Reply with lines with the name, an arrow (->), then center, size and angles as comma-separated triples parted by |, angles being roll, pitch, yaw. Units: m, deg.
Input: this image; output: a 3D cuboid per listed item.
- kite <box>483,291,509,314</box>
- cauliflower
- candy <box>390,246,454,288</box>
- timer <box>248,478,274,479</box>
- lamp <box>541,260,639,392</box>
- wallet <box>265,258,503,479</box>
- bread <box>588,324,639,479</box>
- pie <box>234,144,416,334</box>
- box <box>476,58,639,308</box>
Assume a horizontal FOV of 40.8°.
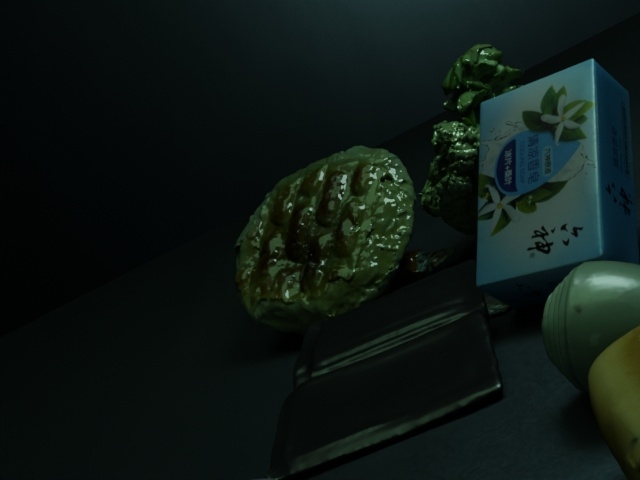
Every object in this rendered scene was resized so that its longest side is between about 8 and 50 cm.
kite -> 0.228, 0.036, 1.030 | 0.229, 0.016, 0.127 | -39, 18, -31
cauliflower -> 0.241, -0.138, 1.154 | 0.272, 0.250, 0.275 | -26, -7, 3
candy -> 0.108, 0.044, 1.204 | 0.182, 0.046, 0.053 | -14, 14, 37
timer -> -0.082, 0.257, 0.637 | 0.191, 0.069, 0.208 | -29, 9, -19
lamp -> 0.255, 0.062, 0.632 | 0.193, 0.106, 0.106 | -7, 22, 39
wallet -> 0.068, 0.126, 0.929 | 0.247, 0.041, 0.323 | -26, 14, 14
bread -> 0.234, 0.105, 0.498 | 0.134, 0.085, 0.173 | -29, 12, 15
pie -> 0.000, 0.000, 1.207 | 0.306, 0.071, 0.306 | -20, 53, 30
box -> 0.244, -0.056, 0.900 | 0.143, 0.083, 0.232 | -17, 55, 41
